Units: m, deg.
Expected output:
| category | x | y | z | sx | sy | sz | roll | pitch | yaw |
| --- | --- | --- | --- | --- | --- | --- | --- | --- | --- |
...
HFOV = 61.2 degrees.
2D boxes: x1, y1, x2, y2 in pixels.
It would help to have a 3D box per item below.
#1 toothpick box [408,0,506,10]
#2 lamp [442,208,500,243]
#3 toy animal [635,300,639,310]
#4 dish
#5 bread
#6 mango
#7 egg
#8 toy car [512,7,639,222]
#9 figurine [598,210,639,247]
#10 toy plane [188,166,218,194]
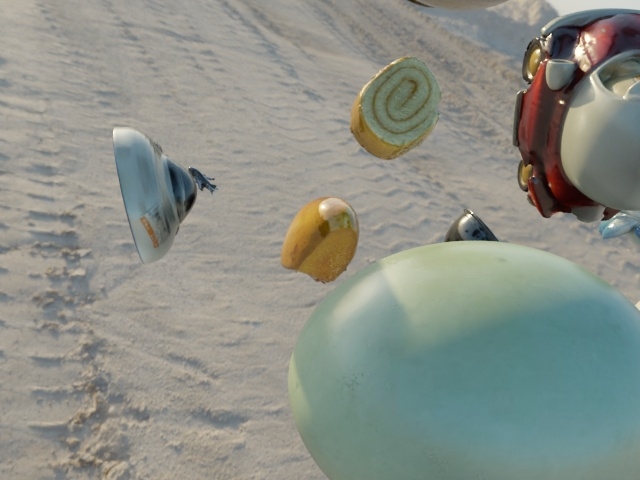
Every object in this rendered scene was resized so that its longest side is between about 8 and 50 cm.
| category | x | y | z | sx | sy | sz | roll | pitch | yaw |
| --- | --- | --- | --- | --- | --- | --- | --- | --- | --- |
| toothpick box | 0.218 | -0.635 | 0.930 | 0.409 | 0.408 | 0.425 | 0 | 42 | -40 |
| lamp | 0.256 | 0.057 | 1.129 | 0.147 | 0.227 | 0.172 | 54 | 4 | 10 |
| toy animal | 0.706 | 0.187 | 1.067 | 0.182 | 0.247 | 0.310 | 59 | -6 | 2 |
| dish | -0.315 | -0.097 | 1.082 | 0.134 | 0.273 | 0.273 | -11 | 42 | -14 |
| bread | 0.114 | -0.192 | 0.811 | 0.149 | 0.073 | 0.122 | -43 | 93 | -18 |
| mango | 0.000 | 0.000 | 1.371 | 0.201 | 0.350 | 0.199 | -30 | 77 | -24 |
| egg | 0.157 | 0.138 | 0.523 | 0.389 | 0.276 | 0.276 | 5 | 36 | -22 |
| toy car | 0.187 | -0.064 | 0.338 | 0.112 | 0.139 | 0.112 | 2 | 31 | -1 |
| figurine | 0.409 | -0.028 | 0.678 | 0.114 | 0.114 | 0.079 | -17 | 86 | -51 |
| toy plane | -0.279 | -0.141 | 1.271 | 0.083 | 0.031 | 0.078 | 37 | 26 | -6 |
